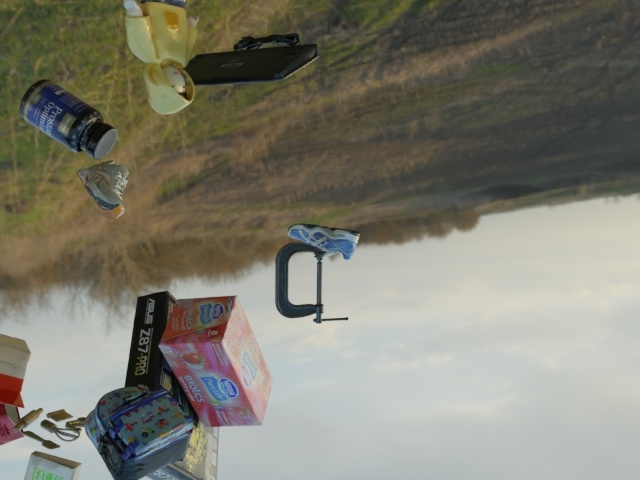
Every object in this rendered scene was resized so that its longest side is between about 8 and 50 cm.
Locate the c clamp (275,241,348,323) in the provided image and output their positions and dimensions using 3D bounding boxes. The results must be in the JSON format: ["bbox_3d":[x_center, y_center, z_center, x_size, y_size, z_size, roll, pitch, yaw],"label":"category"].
[{"bbox_3d":[-0.020,0.079,1.260,0.137,0.161,0.022,-8,-168,-19],"label":"c clamp"}]

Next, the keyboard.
[{"bbox_3d":[-0.134,-0.330,1.277,0.317,0.033,0.201,9,-136,39],"label":"keyboard"}]

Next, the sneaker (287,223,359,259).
[{"bbox_3d":[0.000,0.000,1.862,0.211,0.081,0.080,9,-178,30],"label":"sneaker"}]

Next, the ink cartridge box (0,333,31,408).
[{"bbox_3d":[-0.502,0.157,0.964,0.189,0.066,0.232,23,168,-27],"label":"ink cartridge box"}]

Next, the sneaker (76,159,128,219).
[{"bbox_3d":[-0.557,-0.151,1.840,0.121,0.099,0.262,-33,-138,-14],"label":"sneaker"}]

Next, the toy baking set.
[{"bbox_3d":[-0.737,0.510,1.919,0.196,0.030,0.256,7,-176,5],"label":"toy baking set"}]

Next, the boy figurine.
[{"bbox_3d":[-0.268,-0.362,1.181,0.092,0.285,0.177,1,-178,26],"label":"boy figurine"}]

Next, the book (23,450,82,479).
[{"bbox_3d":[-0.529,0.489,1.337,0.096,0.144,0.035,15,-178,5],"label":"book"}]

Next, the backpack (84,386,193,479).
[{"bbox_3d":[-0.334,0.331,1.255,0.158,0.117,0.173,-14,-134,-44],"label":"backpack"}]

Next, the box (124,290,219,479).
[{"bbox_3d":[-0.344,0.366,1.643,0.097,0.395,0.318,-12,142,13],"label":"box"}]

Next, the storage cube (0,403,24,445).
[{"bbox_3d":[-1.043,0.524,2.115,0.193,0.215,0.184,-19,148,-17],"label":"storage cube"}]

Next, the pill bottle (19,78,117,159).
[{"bbox_3d":[-0.628,-0.299,1.741,0.219,0.123,0.123,32,-176,3],"label":"pill bottle"}]

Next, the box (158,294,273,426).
[{"bbox_3d":[-0.227,0.280,1.575,0.154,0.300,0.142,-5,-141,14],"label":"box"}]
